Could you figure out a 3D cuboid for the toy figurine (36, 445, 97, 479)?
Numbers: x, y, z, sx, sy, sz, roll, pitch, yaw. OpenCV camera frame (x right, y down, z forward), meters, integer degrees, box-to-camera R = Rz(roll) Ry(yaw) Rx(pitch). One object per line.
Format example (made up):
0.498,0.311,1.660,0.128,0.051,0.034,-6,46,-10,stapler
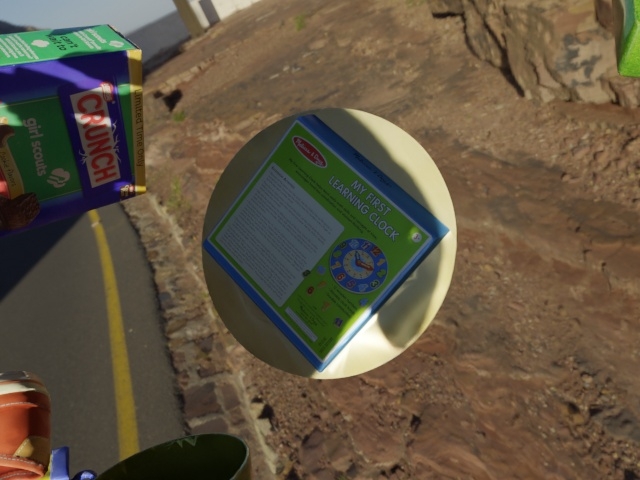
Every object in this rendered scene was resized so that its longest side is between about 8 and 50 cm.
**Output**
-0.466,0.348,0.857,0.217,0.363,0.191,6,25,-19,toy figurine

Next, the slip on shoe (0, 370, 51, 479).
-0.393,0.224,0.449,0.331,0.123,0.101,-21,60,-21,slip on shoe

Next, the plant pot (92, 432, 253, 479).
-0.209,0.501,0.835,0.274,0.294,0.275,-13,4,1,plant pot

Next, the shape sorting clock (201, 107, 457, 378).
0.000,0.000,0.414,0.206,0.206,0.040,-14,-9,23,shape sorting clock

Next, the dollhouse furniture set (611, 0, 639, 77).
0.260,-0.263,0.289,0.151,0.197,0.302,5,63,15,dollhouse furniture set

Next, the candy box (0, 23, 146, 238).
-0.427,-0.155,0.791,0.317,0.268,0.122,-25,54,-35,candy box
